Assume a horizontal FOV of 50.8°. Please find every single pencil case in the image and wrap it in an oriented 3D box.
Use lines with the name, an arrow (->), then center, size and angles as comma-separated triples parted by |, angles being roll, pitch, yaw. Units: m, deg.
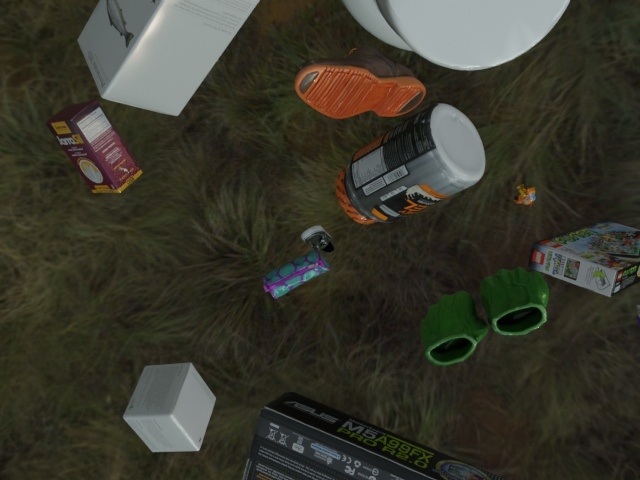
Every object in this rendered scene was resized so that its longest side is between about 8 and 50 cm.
pencil case -> -0.056, 0.075, 1.553 | 0.152, 0.070, 0.064 | -29, 90, 8

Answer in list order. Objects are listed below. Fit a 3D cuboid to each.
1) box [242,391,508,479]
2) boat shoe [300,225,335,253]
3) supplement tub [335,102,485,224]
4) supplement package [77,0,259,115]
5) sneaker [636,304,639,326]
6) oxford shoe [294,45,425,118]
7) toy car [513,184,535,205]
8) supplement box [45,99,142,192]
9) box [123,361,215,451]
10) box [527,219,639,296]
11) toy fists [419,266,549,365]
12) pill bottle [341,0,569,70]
box -> 0.051, 0.279, 0.572 | 0.270, 0.060, 0.216 | 17, 99, 20
boat shoe -> 0.000, 0.000, 1.489 | 0.049, 0.142, 0.040 | -36, 73, 11
supplement tub -> 0.116, -0.095, 0.917 | 0.190, 0.117, 0.116 | -27, 92, 45
supplement package -> -0.174, -0.245, 0.753 | 0.179, 0.105, 0.105 | -46, 59, 29
sneaker -> 0.834, 0.254, 1.663 | 0.102, 0.293, 0.146 | 4, 103, 20
oxford shoe -> 0.069, -0.351, 1.460 | 0.130, 0.364, 0.132 | -45, 63, 36
toy car -> 0.504, -0.106, 1.685 | 0.060, 0.122, 0.040 | -39, 73, 29
supplement box -> -0.485, -0.199, 1.454 | 0.104, 0.080, 0.188 | 2, 132, 38
box -> -0.232, 0.260, 1.050 | 0.087, 0.101, 0.101 | -7, 130, 20
box -> 0.381, 0.019, 0.900 | 0.114, 0.207, 0.036 | 24, 116, 41
toy fists -> 0.327, 0.148, 1.359 | 0.279, 0.142, 0.096 | -30, 120, 25
pill bottle -> 0.065, -0.193, 0.424 | 0.131, 0.229, 0.131 | -4, 123, -7
